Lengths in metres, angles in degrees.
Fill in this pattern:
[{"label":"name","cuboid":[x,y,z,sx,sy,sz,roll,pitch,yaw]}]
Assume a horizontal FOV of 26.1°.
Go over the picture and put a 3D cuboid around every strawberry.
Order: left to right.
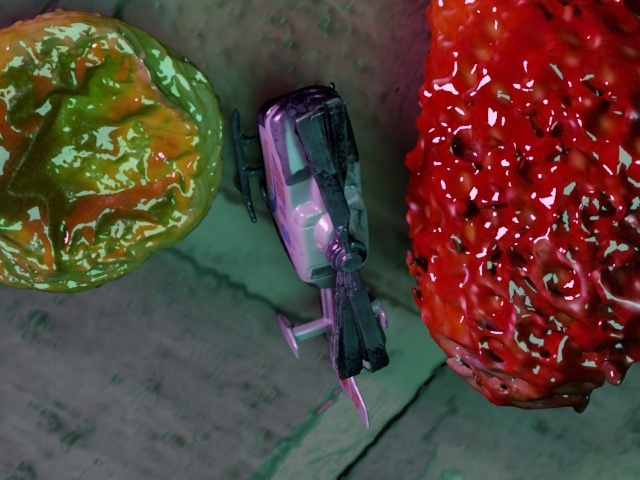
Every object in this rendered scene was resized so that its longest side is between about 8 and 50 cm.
[{"label":"strawberry","cuboid":[0.117,-0.030,0.600,0.184,0.187,0.201,-40,107,-36]}]

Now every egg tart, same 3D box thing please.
[{"label":"egg tart","cuboid":[-0.106,-0.037,0.590,0.130,0.052,0.130,-7,114,-16]}]

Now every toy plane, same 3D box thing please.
[{"label":"toy plane","cuboid":[0.000,0.000,0.629,0.053,0.078,0.197,-17,132,-12]}]
